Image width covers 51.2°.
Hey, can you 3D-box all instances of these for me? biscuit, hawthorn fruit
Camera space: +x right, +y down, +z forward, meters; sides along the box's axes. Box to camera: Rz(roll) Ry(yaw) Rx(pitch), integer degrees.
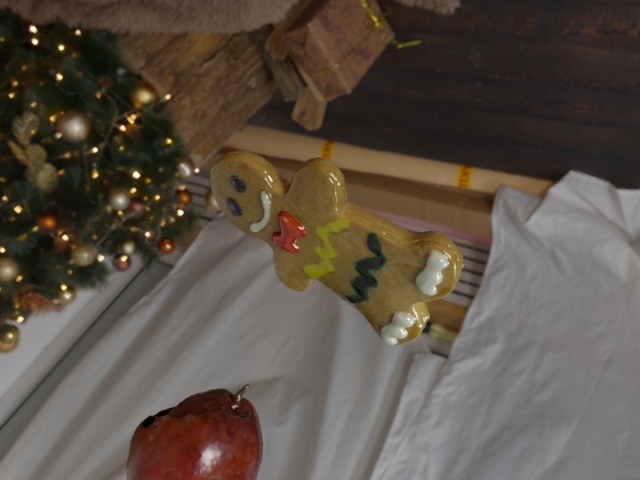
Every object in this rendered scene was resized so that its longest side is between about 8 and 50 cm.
[{"bbox_3d":[-0.001,0.001,0.580,0.240,0.035,0.158,30,137,14],"label":"biscuit"},{"bbox_3d":[-0.127,0.228,0.732,0.148,0.172,0.148,35,-170,-7],"label":"hawthorn fruit"}]
